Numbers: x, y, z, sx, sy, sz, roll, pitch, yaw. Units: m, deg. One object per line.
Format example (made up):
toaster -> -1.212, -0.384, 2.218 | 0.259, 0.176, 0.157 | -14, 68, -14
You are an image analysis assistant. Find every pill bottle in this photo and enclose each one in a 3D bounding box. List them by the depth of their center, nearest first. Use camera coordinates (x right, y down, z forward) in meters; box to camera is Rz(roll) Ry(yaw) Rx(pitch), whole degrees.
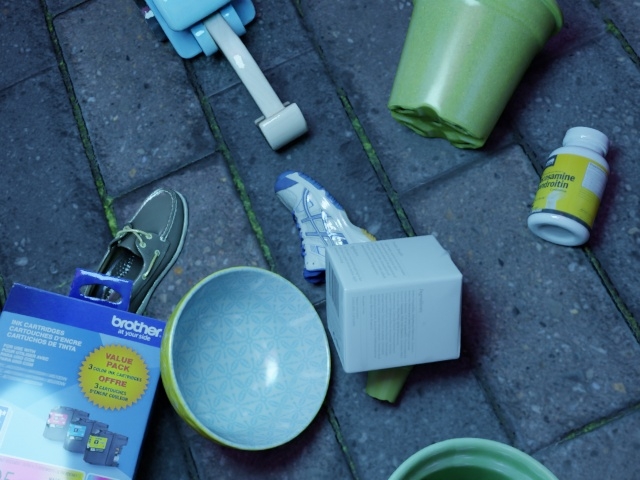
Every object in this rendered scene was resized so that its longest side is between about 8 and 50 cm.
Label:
pill bottle -> 0.417, -0.091, 1.397 | 0.103, 0.103, 0.184 | 16, 72, 19

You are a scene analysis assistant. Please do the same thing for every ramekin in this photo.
ramekin -> 0.205, 0.442, 1.165 | 0.304, 0.148, 0.303 | 2, 60, -4

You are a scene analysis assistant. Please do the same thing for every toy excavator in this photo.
toy excavator -> -0.208, -0.416, 1.593 | 0.222, 0.432, 0.445 | -31, 37, -1

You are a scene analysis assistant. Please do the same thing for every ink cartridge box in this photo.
ink cartridge box -> -0.397, 0.242, 1.335 | 0.270, 0.151, 0.395 | 15, 57, -9

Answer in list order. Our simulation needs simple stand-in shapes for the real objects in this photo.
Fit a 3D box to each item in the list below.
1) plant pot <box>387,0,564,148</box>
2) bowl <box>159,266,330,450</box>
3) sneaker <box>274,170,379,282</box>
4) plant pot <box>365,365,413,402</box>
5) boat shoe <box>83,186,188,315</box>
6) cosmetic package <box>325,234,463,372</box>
plant pot -> 0.243, -0.307, 1.461 | 0.276, 0.276, 0.253 | 22, 87, 20
bowl -> -0.144, 0.198, 1.365 | 0.156, 0.290, 0.289 | -25, 54, 51
sneaker -> 0.000, 0.000, 1.454 | 0.131, 0.112, 0.296 | -43, 65, -6
plant pot -> 0.107, 0.218, 1.363 | 0.083, 0.083, 0.079 | 16, 84, 19
boat shoe -> -0.335, 0.031, 1.530 | 0.109, 0.091, 0.304 | 18, 74, 19
cosmetic package -> 0.111, 0.095, 1.313 | 0.184, 0.151, 0.151 | -5, 26, -8
